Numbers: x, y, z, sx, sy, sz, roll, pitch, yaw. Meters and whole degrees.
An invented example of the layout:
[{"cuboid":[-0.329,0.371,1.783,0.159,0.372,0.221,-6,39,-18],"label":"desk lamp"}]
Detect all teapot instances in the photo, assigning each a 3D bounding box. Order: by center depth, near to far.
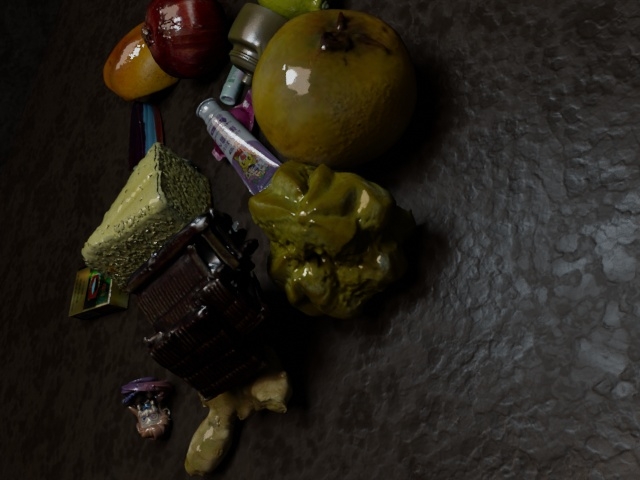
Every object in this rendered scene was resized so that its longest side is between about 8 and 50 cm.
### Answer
[{"cuboid":[-0.149,-0.467,1.655,0.176,0.185,0.267,-61,15,2],"label":"teapot"}]

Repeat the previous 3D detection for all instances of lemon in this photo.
[{"cuboid":[-0.064,-0.617,1.630,0.184,0.184,0.248,-50,53,18],"label":"lemon"}]

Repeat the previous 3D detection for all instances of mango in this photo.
[{"cuboid":[-0.528,-0.579,2.106,0.350,0.199,0.201,-42,73,7],"label":"mango"}]

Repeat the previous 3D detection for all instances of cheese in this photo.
[{"cuboid":[-0.208,-0.317,1.739,0.244,0.062,0.155,-55,44,9],"label":"cheese"}]

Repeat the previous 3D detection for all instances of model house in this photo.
[{"cuboid":[-0.186,0.134,1.299,0.317,0.297,0.283,-37,79,22],"label":"model house"}]

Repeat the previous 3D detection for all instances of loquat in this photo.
[{"cuboid":[0.021,-0.282,1.325,0.360,0.328,0.329,96,167,-58],"label":"loquat"}]

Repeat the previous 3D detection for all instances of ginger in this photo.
[{"cuboid":[-0.187,0.282,1.434,0.348,0.122,0.363,-32,46,30],"label":"ginger"}]

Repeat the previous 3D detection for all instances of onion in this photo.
[{"cuboid":[-0.395,-0.600,1.917,0.276,0.276,0.277,-21,59,39],"label":"onion"}]

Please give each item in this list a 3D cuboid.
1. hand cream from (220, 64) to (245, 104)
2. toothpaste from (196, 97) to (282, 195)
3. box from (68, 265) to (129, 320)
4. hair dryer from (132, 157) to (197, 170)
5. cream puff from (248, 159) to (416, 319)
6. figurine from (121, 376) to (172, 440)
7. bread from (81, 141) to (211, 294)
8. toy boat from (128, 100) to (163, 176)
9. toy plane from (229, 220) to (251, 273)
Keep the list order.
[{"cuboid":[-0.231,-0.460,1.844,0.076,0.047,0.174,-8,59,45],"label":"hand cream"},{"cuboid":[-0.199,-0.231,1.639,0.114,0.073,0.299,-47,69,18],"label":"toothpaste"},{"cuboid":[-0.662,0.144,2.001,0.240,0.071,0.160,-18,58,40],"label":"box"},{"cuboid":[-0.465,-0.148,1.907,0.218,0.088,0.225,27,99,33],"label":"hair dryer"},{"cuboid":[-0.006,0.004,1.242,0.323,0.269,0.275,18,91,52],"label":"cream puff"},{"cuboid":[-0.412,0.403,1.617,0.114,0.126,0.157,-165,56,-79],"label":"figurine"},{"cuboid":[-0.443,-0.058,1.734,0.315,0.248,0.279,-21,53,24],"label":"bread"},{"cuboid":[-0.546,-0.285,2.073,0.136,0.079,0.393,-29,57,34],"label":"toy boat"},{"cuboid":[-0.287,0.072,1.630,0.267,0.088,0.213,-16,61,41],"label":"toy plane"}]
